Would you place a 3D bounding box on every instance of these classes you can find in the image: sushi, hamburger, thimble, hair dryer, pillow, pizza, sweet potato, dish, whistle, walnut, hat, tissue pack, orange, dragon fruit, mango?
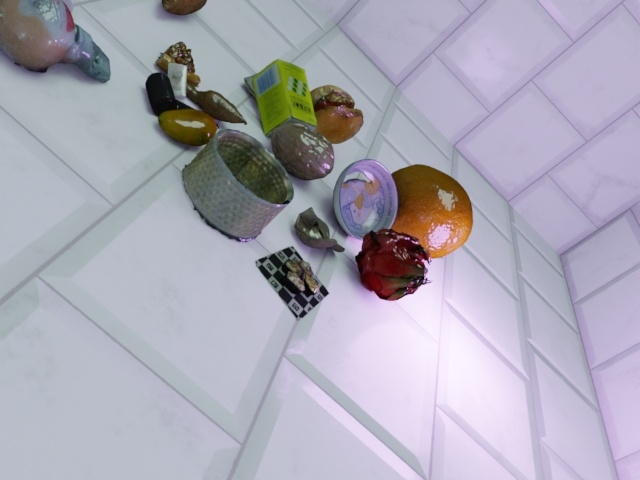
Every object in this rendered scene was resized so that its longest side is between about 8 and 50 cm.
[{"bbox_3d":[-0.057,0.094,1.638,0.193,0.040,0.210,52,28,5],"label":"sushi"},{"bbox_3d":[0.027,-0.464,2.252,0.244,0.244,0.163,14,54,-47],"label":"hamburger"},{"bbox_3d":[-0.210,-0.145,1.602,0.271,0.150,0.271,35,31,-25],"label":"thimble"},{"bbox_3d":[-0.382,-0.382,1.747,0.248,0.070,0.114,18,41,-50],"label":"hair dryer"},{"bbox_3d":[-0.199,-0.557,2.231,0.128,0.051,0.229,54,29,-11],"label":"pillow"},{"bbox_3d":[-0.430,-0.563,1.891,0.154,0.069,0.194,24,38,-37],"label":"pizza"},{"bbox_3d":[-0.467,-0.843,2.129,0.131,0.131,0.337,38,31,-20],"label":"sweet potato"},{"bbox_3d":[0.123,-0.135,2.075,0.273,0.133,0.273,-2,93,-41],"label":"dish"},{"bbox_3d":[-0.612,-0.478,1.445,0.189,0.189,0.348,60,19,21],"label":"whistle"},{"bbox_3d":[-0.339,-0.422,1.852,0.269,0.075,0.075,30,32,-11],"label":"sweet potato"},{"bbox_3d":[-0.061,-0.291,1.986,0.230,0.178,0.178,34,31,-17],"label":"walnut"},{"bbox_3d":[0.000,0.000,1.824,0.147,0.085,0.175,54,4,33],"label":"hat"},{"bbox_3d":[-0.417,-0.463,1.782,0.056,0.023,0.108,5,68,-21],"label":"tissue pack"},{"bbox_3d":[0.377,-0.112,2.234,0.322,0.322,0.357,12,36,-48],"label":"orange"},{"bbox_3d":[0.226,0.075,1.849,0.234,0.234,0.293,38,-6,-19],"label":"dragon fruit"},{"bbox_3d":[-0.357,-0.306,1.665,0.111,0.089,0.163,46,36,20],"label":"mango"}]

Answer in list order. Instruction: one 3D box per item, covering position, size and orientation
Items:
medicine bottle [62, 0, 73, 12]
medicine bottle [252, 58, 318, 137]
[{"bbox_3d":[-0.716,-0.666,1.598,0.086,0.086,0.183,0,54,-55],"label":"medicine bottle"},{"bbox_3d":[-0.123,-0.473,2.097,0.137,0.141,0.250,12,59,-50],"label":"medicine bottle"}]
